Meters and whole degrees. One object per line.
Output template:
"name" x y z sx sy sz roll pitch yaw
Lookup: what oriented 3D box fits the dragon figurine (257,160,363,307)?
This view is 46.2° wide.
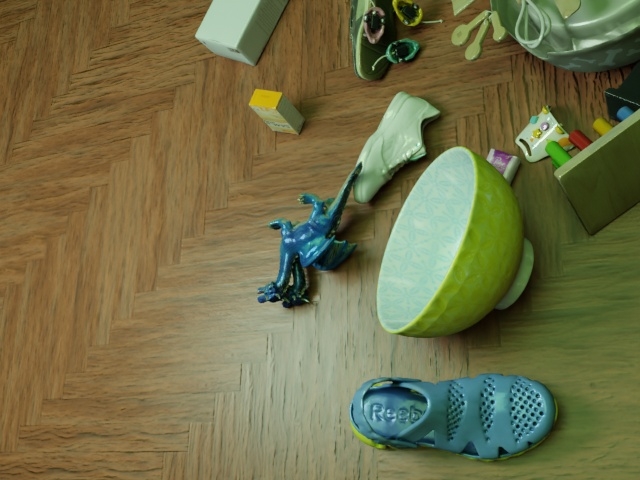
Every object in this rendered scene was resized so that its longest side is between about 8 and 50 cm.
"dragon figurine" 0.000 0.000 1.260 0.289 0.085 0.144 -37 63 22

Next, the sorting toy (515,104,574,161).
"sorting toy" 0.351 -0.166 1.195 0.075 0.045 0.083 -43 58 29

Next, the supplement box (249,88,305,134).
"supplement box" -0.080 -0.237 1.389 0.062 0.098 0.036 14 75 30

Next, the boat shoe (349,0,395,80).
"boat shoe" 0.090 -0.400 1.384 0.073 0.080 0.223 0 84 56

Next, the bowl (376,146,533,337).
"bowl" 0.215 0.023 1.104 0.156 0.289 0.289 21 79 -14

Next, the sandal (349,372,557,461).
"sandal" 0.174 0.249 1.074 0.318 0.138 0.126 -9 67 21

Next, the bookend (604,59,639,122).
"bookend" 0.535 -0.229 1.103 0.157 0.072 0.156 34 83 37

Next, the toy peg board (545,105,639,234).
"toy peg board" 0.413 -0.118 1.081 0.161 0.161 0.079 -38 46 10

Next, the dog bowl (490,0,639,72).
"dog bowl" 0.439 -0.415 1.150 0.349 0.102 0.348 -22 55 36

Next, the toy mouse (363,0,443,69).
"toy mouse" 0.121 -0.366 1.336 0.143 0.161 0.031 -65 22 -1

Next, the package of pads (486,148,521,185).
"package of pads" 0.282 -0.102 1.204 0.050 0.032 0.083 23 83 28

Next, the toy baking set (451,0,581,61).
"toy baking set" 0.303 -0.379 1.170 0.256 0.030 0.196 -3 73 50

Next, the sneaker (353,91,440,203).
"sneaker" 0.131 -0.150 1.275 0.094 0.080 0.212 26 83 19

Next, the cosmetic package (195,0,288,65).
"cosmetic package" -0.142 -0.481 1.516 0.117 0.085 0.231 24 86 31
